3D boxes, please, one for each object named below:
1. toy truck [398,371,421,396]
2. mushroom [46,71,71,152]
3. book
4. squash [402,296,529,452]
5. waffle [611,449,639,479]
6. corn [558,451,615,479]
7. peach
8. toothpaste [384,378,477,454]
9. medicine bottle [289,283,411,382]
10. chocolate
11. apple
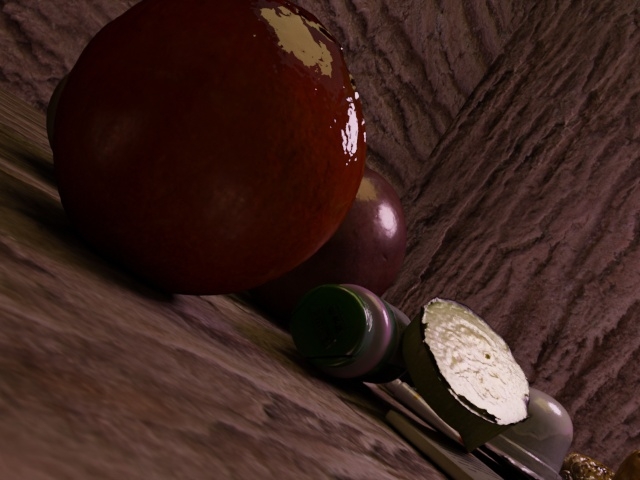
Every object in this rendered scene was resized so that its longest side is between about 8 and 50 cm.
[{"bbox_3d":[0.233,0.240,1.194,0.201,0.074,0.088,-8,-17,20],"label":"toy truck"},{"bbox_3d":[-0.266,-0.172,1.136,0.362,0.295,0.362,34,-3,2],"label":"mushroom"},{"bbox_3d":[0.232,0.324,0.848,0.295,0.020,0.208,33,-2,45],"label":"book"},{"bbox_3d":[0.189,0.195,0.980,0.220,0.133,0.220,36,30,-25],"label":"squash"},{"bbox_3d":[0.535,0.446,0.995,0.274,0.168,0.057,33,-7,1],"label":"waffle"},{"bbox_3d":[0.512,0.470,1.252,0.318,0.115,0.115,35,-1,-41],"label":"corn"},{"bbox_3d":[-0.122,-0.118,0.781,0.372,0.373,0.290,34,2,29],"label":"peach"},{"bbox_3d":[0.185,0.293,1.131,0.190,0.031,0.048,37,-6,24],"label":"toothpaste"},{"bbox_3d":[0.052,0.139,0.982,0.133,0.133,0.274,34,0,24],"label":"medicine bottle"},{"bbox_3d":[0.351,0.328,1.131,0.221,0.147,0.221,41,-10,9],"label":"chocolate"},{"bbox_3d":[0.000,0.000,1.174,0.305,0.306,0.235,34,11,27],"label":"apple"}]
